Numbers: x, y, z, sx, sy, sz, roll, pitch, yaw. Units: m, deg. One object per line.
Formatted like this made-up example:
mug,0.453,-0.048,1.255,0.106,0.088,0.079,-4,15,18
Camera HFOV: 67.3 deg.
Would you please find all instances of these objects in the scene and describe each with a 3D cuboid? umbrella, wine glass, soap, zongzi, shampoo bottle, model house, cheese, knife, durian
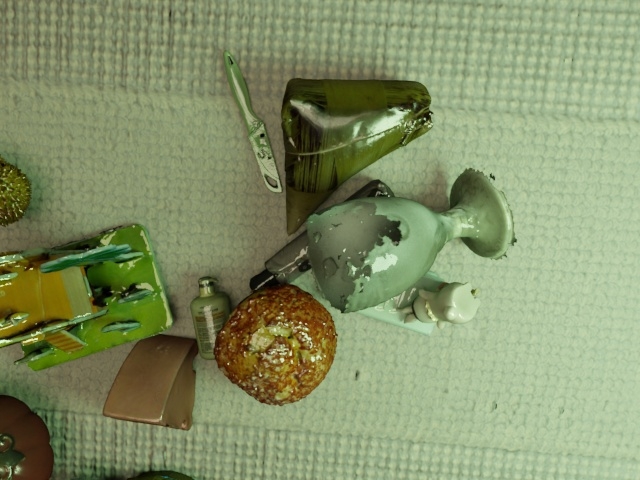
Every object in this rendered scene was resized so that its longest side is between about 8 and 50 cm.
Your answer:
umbrella,0.000,0.000,0.944,0.337,0.073,0.067,-37,99,7
wine glass,0.146,-0.001,0.840,0.356,0.190,0.191,-15,97,-18
soap,0.138,0.100,0.954,0.197,0.066,0.119,18,99,0
zongzi,0.064,-0.148,0.910,0.273,0.145,0.300,-1,115,-4
shampoo bottle,-0.219,0.153,0.968,0.079,0.079,0.162,-10,96,4
model house,-0.482,0.118,0.852,0.357,0.313,0.243,-16,91,4
cheese,-0.320,0.283,0.980,0.128,0.203,0.177,7,67,6
knife,-0.132,-0.232,0.947,0.043,0.020,0.294,-18,97,3
durian,-0.628,-0.099,0.913,0.136,0.168,0.158,-27,57,-8

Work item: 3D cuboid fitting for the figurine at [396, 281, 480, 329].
figurine,0.220,0.121,0.878,0.098,0.146,0.081,-11,84,-29

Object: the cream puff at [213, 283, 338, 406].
cream puff,-0.078,0.201,0.905,0.239,0.164,0.240,-4,113,-9

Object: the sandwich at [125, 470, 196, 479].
sandwich,-0.301,0.576,1.027,0.234,0.079,0.159,2,101,3

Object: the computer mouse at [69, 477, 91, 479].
computer mouse,-0.465,0.669,1.043,0.166,0.090,0.380,-11,102,3

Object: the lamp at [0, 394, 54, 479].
lamp,-0.689,0.450,0.931,0.302,0.257,0.304,12,58,-19
